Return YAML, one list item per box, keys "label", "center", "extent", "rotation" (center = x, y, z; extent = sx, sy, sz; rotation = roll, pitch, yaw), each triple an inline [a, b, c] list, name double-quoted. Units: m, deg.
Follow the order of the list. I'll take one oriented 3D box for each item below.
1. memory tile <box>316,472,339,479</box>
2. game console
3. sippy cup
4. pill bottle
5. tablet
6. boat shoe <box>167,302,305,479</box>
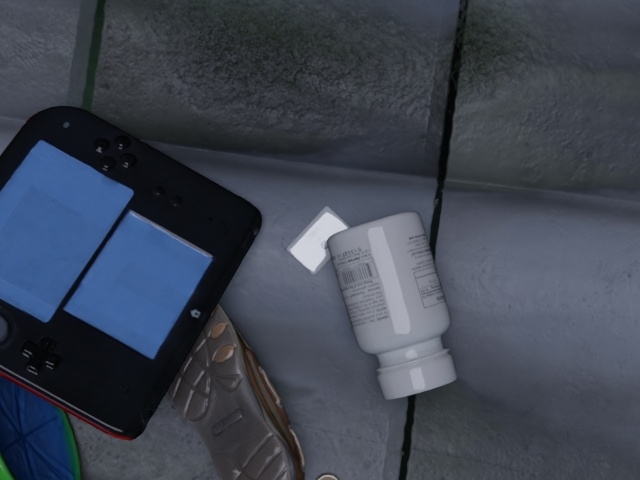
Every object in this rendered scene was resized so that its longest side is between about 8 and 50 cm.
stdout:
- label: "memory tile"
  center: [0.018, 0.401, 1.663]
  extent: [0.113, 0.012, 0.148]
  rotation: [-40, 87, -2]
- label: "game console"
  center: [-0.297, 0.025, 1.572]
  extent: [0.342, 0.060, 0.386]
  rotation: [27, 57, 2]
- label: "sippy cup"
  center: [-0.462, 0.287, 1.573]
  extent: [0.224, 0.305, 0.240]
  rotation: [-24, 116, 9]
- label: "pill bottle"
  center: [0.100, 0.086, 1.621]
  extent: [0.131, 0.131, 0.229]
  rotation: [-16, 87, -1]
- label: "tablet"
  center: [0.000, 0.000, 1.687]
  extent: [0.054, 0.006, 0.083]
  rotation: [43, 88, 2]
- label: "boat shoe"
  center: [-0.117, 0.211, 1.625]
  extent: [0.123, 0.116, 0.324]
  rotation: [-30, 68, 14]
